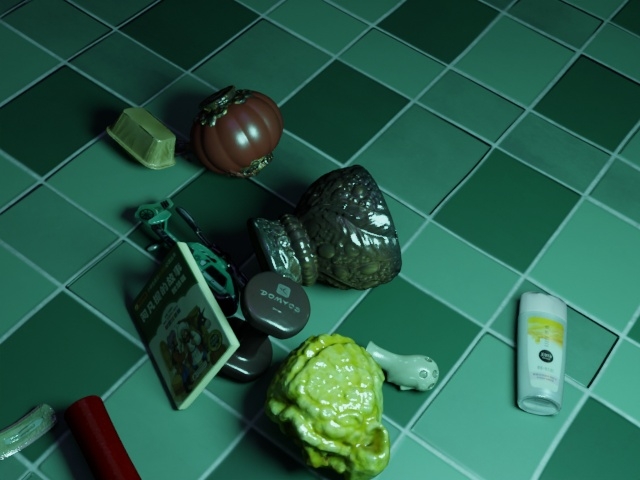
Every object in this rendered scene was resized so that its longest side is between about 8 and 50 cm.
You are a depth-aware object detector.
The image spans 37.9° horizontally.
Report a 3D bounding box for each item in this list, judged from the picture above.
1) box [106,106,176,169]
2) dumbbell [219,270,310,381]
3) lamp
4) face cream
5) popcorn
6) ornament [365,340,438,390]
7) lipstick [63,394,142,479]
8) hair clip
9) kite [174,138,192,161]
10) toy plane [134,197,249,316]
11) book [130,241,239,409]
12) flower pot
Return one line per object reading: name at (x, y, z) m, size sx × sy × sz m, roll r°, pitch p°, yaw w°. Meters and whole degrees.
box at (-0.415, -0.234, 2.178) m, size 0.177 × 0.111 × 0.111 m, roll 39°, pitch 57°, yaw 19°
dumbbell at (-0.122, 0.168, 1.801) m, size 0.140 × 0.225 × 0.124 m, roll 26°, pitch 47°, yaw -13°
lamp at (-0.191, -0.245, 2.154) m, size 0.226 × 0.227 × 0.227 m, roll 4°, pitch 51°, yaw -5°
face cream at (0.459, 0.230, 1.943) m, size 0.107 × 0.073 × 0.269 m, roll 18°, pitch 50°, yaw -4°
popcorn at (0.008, 0.308, 1.745) m, size 0.225 × 0.174 × 0.286 m, roll 5°, pitch 53°, yaw -19°
ornament at (0.160, 0.257, 1.881) m, size 0.156 × 0.075 × 0.081 m, roll 19°, pitch 78°, yaw 6°
lipstick at (-0.386, 0.393, 1.688) m, size 0.080 × 0.080 × 0.241 m, roll -22°, pitch 58°, yaw -23°
hair clip at (-0.555, 0.355, 1.730) m, size 0.137 × 0.022 × 0.054 m, roll -33°, pitch 64°, yaw -29°
kite at (-0.335, -0.214, 2.228) m, size 0.122 × 0.004 × 0.090 m, roll -26°, pitch 58°, yaw -22°
toy plane at (-0.271, 0.046, 1.975) m, size 0.381 × 0.106 × 0.155 m, roll 40°, pitch 51°, yaw 23°
book at (-0.271, 0.165, 1.823) m, size 0.027 × 0.202 × 0.264 m, roll 6°, pitch 42°, yaw -46°
flower pot at (0.000, 0.000, 1.955) m, size 0.267 × 0.267 × 0.267 m, roll -19°, pitch 56°, yaw -10°
